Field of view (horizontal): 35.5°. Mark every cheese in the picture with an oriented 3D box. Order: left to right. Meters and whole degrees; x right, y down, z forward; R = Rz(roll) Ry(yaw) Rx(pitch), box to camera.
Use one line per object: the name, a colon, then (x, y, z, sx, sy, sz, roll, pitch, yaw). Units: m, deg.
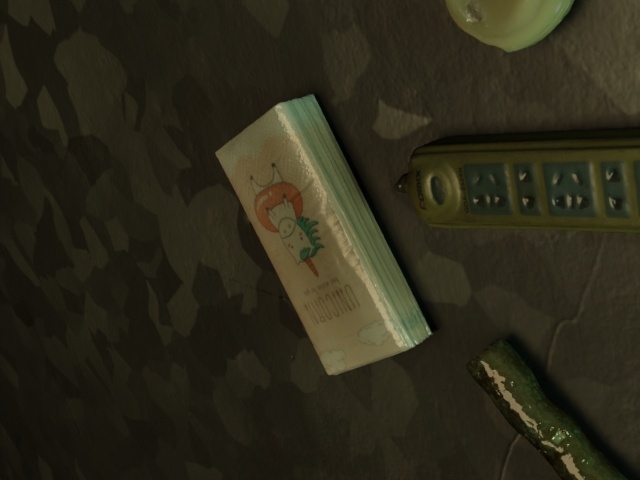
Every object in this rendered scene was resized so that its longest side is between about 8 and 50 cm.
cheese: (0.179, -0.282, 0.879, 0.137, 0.064, 0.227, 37, 133, 27)

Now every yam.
yam: (0.258, 0.215, 1.072, 0.253, 0.061, 0.061, 49, 139, 17)

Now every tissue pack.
tissue pack: (0.000, 0.000, 1.231, 0.170, 0.071, 0.325, -27, 89, 50)

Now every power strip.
power strip: (0.213, -0.056, 0.965, 0.387, 0.066, 0.092, 3, 110, 48)
